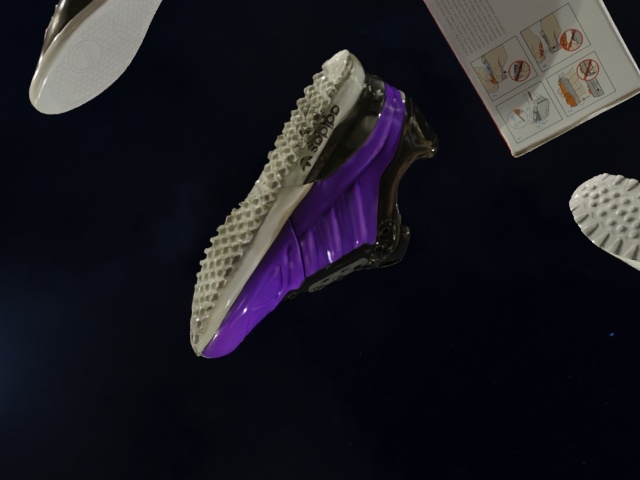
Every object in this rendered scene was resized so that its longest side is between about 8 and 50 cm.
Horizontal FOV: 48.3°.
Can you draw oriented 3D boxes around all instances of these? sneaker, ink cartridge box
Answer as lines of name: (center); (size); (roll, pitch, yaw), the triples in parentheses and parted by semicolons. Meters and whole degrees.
sneaker: (0.383, 0.009, 0.809); (0.090, 0.095, 0.235); (-48, -132, 5)
sneaker: (-0.283, -0.300, 0.856); (0.147, 0.104, 0.295); (35, -85, 20)
ink cartridge box: (0.173, -0.273, 0.704); (0.130, 0.272, 0.309); (-29, -79, 24)
sneaker: (0.000, 0.000, 0.617); (0.146, 0.102, 0.293); (27, -73, -21)
